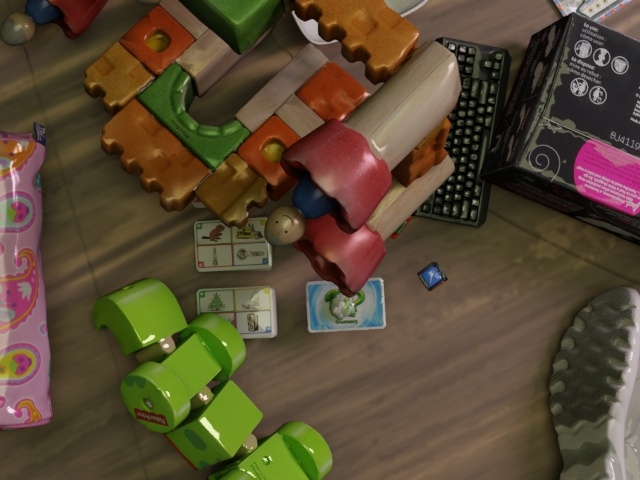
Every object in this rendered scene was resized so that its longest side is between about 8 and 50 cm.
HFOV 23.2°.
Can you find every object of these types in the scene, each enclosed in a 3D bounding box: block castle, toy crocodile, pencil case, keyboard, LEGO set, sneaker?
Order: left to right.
[{"bbox_3d":[-0.308,0.036,1.453,0.124,0.124,0.284,-1,87,-5],"label":"pencil case"},{"bbox_3d":[-0.101,-0.161,1.357,0.453,0.303,0.213,43,79,11],"label":"block castle"},{"bbox_3d":[-0.095,0.182,1.474,0.340,0.105,0.115,53,49,-6],"label":"toy crocodile"},{"bbox_3d":[0.000,0.000,1.516,0.244,0.060,0.183,-4,88,10],"label":"LEGO set"},{"bbox_3d":[0.125,-0.109,1.543,0.108,0.023,0.180,10,86,-4],"label":"keyboard"},{"bbox_3d":[0.294,0.187,1.524,0.115,0.105,0.281,9,84,-34],"label":"sneaker"}]

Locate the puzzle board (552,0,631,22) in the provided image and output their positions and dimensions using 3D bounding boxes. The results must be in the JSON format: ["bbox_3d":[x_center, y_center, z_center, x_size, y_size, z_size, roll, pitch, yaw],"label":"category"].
[{"bbox_3d":[0.284,-0.279,1.569,0.128,0.011,0.096,-33,91,-5],"label":"puzzle board"}]

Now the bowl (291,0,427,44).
[{"bbox_3d":[0.025,-0.268,1.525,0.142,0.053,0.142,-22,90,-5],"label":"bowl"}]

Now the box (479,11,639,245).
[{"bbox_3d":[0.303,-0.092,1.494,0.247,0.142,0.163,22,84,-8],"label":"box"}]
